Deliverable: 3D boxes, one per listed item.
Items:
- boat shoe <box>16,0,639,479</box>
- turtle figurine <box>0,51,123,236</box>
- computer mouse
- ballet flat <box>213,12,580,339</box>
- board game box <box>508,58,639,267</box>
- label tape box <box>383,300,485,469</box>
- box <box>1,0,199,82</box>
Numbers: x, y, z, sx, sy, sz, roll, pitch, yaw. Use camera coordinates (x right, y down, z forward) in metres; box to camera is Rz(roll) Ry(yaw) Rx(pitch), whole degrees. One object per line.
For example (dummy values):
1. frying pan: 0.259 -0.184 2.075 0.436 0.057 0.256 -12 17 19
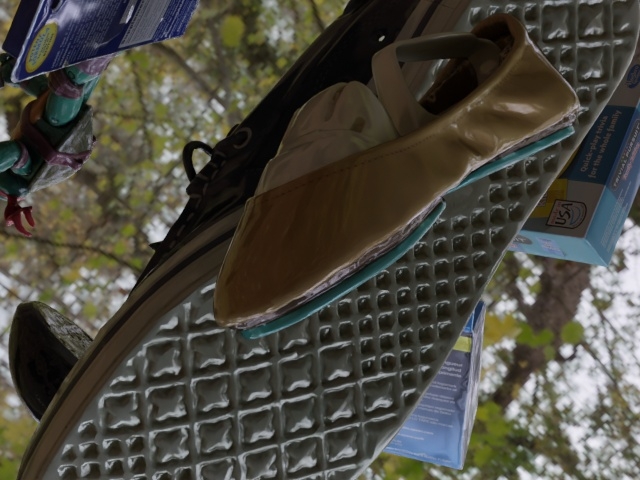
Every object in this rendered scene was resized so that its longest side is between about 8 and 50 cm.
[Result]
1. boat shoe: 0.000 0.000 0.695 0.500 0.187 0.156 -52 -153 -8
2. turtle figurine: -0.240 -0.106 0.924 0.234 0.118 0.175 -45 -151 25
3. computer mouse: -0.178 0.163 0.937 0.072 0.272 0.188 -48 169 1
4. ballet flat: 0.026 -0.038 0.447 0.080 0.073 0.232 -20 -172 42
5. board game box: 0.255 -0.116 1.442 0.336 0.079 0.254 10 -112 43
6. label tape box: 0.088 0.134 1.468 0.249 0.348 0.115 11 -139 15
7. box: -0.113 -0.173 0.653 0.136 0.036 0.225 -60 175 23
